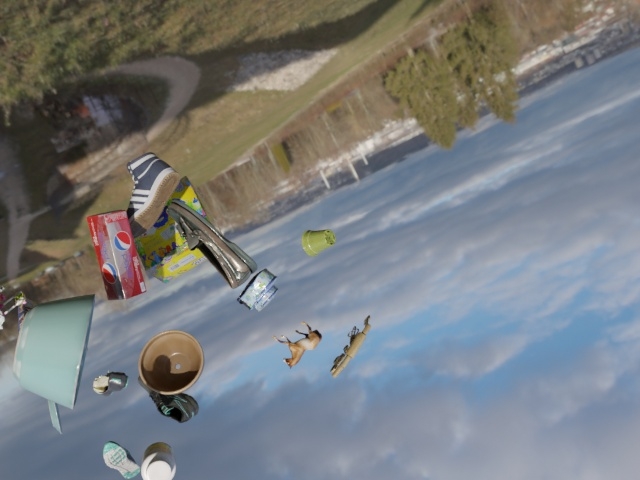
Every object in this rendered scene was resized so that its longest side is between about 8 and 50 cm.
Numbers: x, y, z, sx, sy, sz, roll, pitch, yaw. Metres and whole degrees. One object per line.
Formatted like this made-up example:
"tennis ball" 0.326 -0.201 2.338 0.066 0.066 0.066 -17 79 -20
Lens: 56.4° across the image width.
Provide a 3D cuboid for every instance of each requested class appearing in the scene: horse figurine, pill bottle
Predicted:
"horse figurine" -0.086 0.455 2.681 0.263 0.066 0.174 -19 -139 -37
"pill bottle" -0.570 0.791 2.106 0.117 0.117 0.215 -27 -178 -16

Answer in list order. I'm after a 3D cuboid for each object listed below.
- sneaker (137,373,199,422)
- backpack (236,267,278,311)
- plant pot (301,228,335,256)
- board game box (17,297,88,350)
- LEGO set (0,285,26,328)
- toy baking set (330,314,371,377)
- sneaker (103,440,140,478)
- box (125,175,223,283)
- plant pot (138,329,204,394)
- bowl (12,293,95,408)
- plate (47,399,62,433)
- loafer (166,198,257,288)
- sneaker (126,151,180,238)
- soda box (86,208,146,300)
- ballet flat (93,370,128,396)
"sneaker" -0.586 0.590 2.258 0.101 0.267 0.106 -61 173 24
"backpack" -0.172 0.144 1.744 0.114 0.084 0.105 -54 179 16
"plant pot" 0.000 0.000 1.787 0.079 0.083 0.083 -17 -171 40
"board game box" -0.952 0.311 2.126 0.042 0.243 0.165 -48 -142 6
"LEGO set" -0.852 0.131 1.547 0.107 0.132 0.287 -41 -130 -16
"toy baking set" 0.099 0.333 1.941 0.256 0.030 0.197 -54 -176 -18
"sneaker" -0.613 0.654 1.812 0.065 0.166 0.076 -33 -141 -17
"box" -0.556 -0.040 2.290 0.290 0.279 0.177 -29 157 0
"plant pot" -0.544 0.459 2.223 0.238 0.237 0.109 -27 160 -9
"bowl" -0.713 0.285 1.599 0.163 0.311 0.311 10 172 -17
"plate" -0.934 0.587 2.092 0.024 0.188 0.188 -12 178 -24
"loafer" -0.276 0.008 1.439 0.084 0.268 0.096 -50 176 -19
"sneaker" -0.570 -0.146 1.889 0.282 0.153 0.099 -52 160 14
"soda box" -0.611 0.044 1.792 0.092 0.263 0.083 -5 -170 36
"ballet flat" -0.646 0.430 1.809 0.074 0.074 0.203 -29 -179 -40
